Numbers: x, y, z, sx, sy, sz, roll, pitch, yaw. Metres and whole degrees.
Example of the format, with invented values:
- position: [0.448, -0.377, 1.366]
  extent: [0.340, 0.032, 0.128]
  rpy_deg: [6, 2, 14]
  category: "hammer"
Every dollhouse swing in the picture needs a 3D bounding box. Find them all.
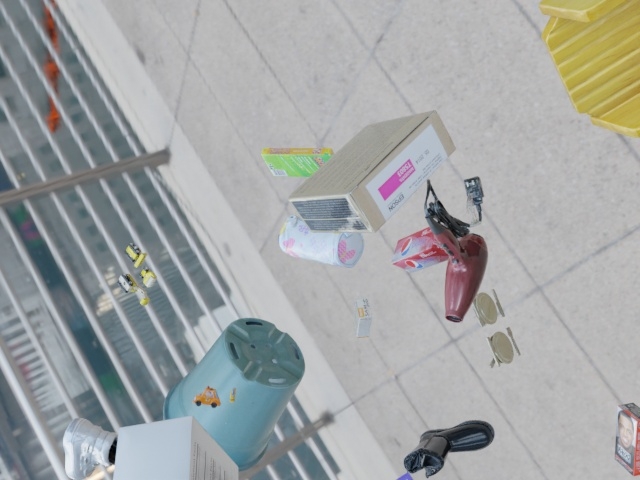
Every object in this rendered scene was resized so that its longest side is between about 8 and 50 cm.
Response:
- position: [0.647, -0.329, 1.283]
  extent: [0.347, 0.315, 0.305]
  rpy_deg: [46, -162, -39]
  category: "dollhouse swing"

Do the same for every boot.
- position: [0.387, 0.627, 2.075]
  extent: [0.246, 0.207, 0.094]
  rpy_deg: [-15, 93, 24]
  category: "boot"
- position: [-0.545, 0.529, 1.688]
  extent: [0.123, 0.095, 0.258]
  rpy_deg: [19, 140, 5]
  category: "boot"

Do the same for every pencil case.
- position: [0.000, 0.000, 1.995]
  extent: [0.273, 0.113, 0.124]
  rpy_deg: [13, 107, 47]
  category: "pencil case"

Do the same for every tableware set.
- position: [0.440, 0.230, 1.796]
  extent: [0.039, 0.128, 0.194]
  rpy_deg: [-28, 78, 41]
  category: "tableware set"

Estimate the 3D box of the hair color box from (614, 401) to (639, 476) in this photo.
- position: [0.693, 0.440, 1.536]
  extent: [0.072, 0.043, 0.141]
  rpy_deg: [-129, 33, -70]
  category: "hair color box"

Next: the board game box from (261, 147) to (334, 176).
- position: [-0.049, -0.248, 2.213]
  extent: [0.259, 0.039, 0.124]
  rpy_deg: [6, 152, 22]
  category: "board game box"

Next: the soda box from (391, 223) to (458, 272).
- position: [0.324, 0.027, 2.167]
  extent: [0.083, 0.092, 0.263]
  rpy_deg: [25, 159, -15]
  category: "soda box"

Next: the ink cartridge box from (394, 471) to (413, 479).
- position: [0.142, 0.653, 1.721]
  extent: [0.045, 0.206, 0.208]
  rpy_deg: [55, 169, 22]
  category: "ink cartridge box"

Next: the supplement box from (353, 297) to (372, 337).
- position: [0.112, 0.208, 1.851]
  extent: [0.098, 0.036, 0.062]
  rpy_deg: [93, 169, -50]
  category: "supplement box"

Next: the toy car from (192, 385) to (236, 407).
- position: [-0.220, 0.320, 1.449]
  extent: [0.060, 0.122, 0.041]
  rpy_deg: [8, 88, 14]
  category: "toy car"

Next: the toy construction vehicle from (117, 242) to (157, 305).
- position: [-0.350, 0.065, 1.345]
  extent: [0.098, 0.035, 0.086]
  rpy_deg: [42, 111, 26]
  category: "toy construction vehicle"

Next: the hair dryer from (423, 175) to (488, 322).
- position: [0.258, 0.018, 1.381]
  extent: [0.080, 0.223, 0.294]
  rpy_deg: [-4, 96, 44]
  category: "hair dryer"

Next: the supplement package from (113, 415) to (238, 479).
- position: [-0.242, 0.421, 1.200]
  extent: [0.244, 0.139, 0.134]
  rpy_deg: [71, -169, -50]
  category: "supplement package"

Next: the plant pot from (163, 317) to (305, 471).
- position: [-0.228, 0.420, 1.974]
  extent: [0.341, 0.341, 0.334]
  rpy_deg: [49, 125, 25]
  category: "plant pot"

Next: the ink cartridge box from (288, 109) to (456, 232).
- position: [0.087, -0.115, 1.198]
  extent: [0.193, 0.234, 0.088]
  rpy_deg: [3, 132, 57]
  category: "ink cartridge box"
